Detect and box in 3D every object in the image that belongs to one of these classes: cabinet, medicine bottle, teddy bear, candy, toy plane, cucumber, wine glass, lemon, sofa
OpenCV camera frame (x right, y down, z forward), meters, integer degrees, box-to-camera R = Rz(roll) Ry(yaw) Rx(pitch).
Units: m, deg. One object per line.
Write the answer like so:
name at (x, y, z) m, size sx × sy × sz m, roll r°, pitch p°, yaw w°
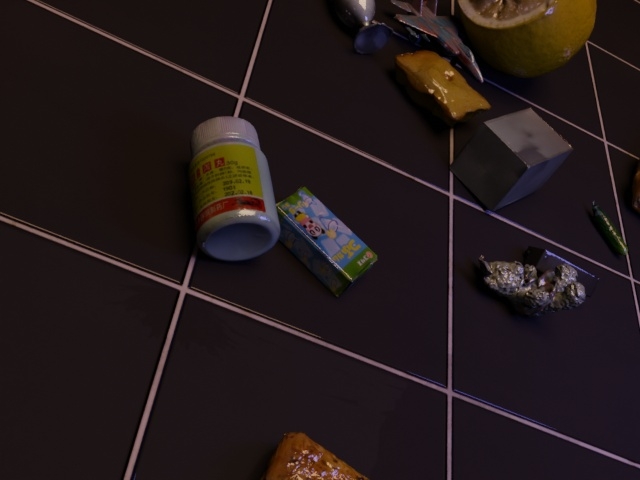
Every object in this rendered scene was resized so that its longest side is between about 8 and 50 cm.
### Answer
cabinet at (0.428, -0.184, 1.786) m, size 0.206 × 0.150 × 0.145 m, roll -22°, pitch 63°, yaw -42°
medicine bottle at (-0.151, -0.087, 1.344) m, size 0.139 × 0.139 × 0.225 m, roll 8°, pitch 52°, yaw -28°
teddy bear at (0.411, 0.097, 1.595) m, size 0.213 × 0.111 × 0.133 m, roll 10°, pitch 23°, yaw 6°
candy at (0.000, 0.000, 1.426) m, size 0.194 × 0.062 × 0.097 m, roll 44°, pitch 43°, yaw 7°
toy plane at (0.309, -0.502, 2.006) m, size 0.223 × 0.104 × 0.326 m, roll -11°, pitch 64°, yaw -37°
cucumber at (0.690, -0.027, 1.908) m, size 0.037 × 0.037 × 0.155 m, roll -7°, pitch 61°, yaw -36°
wine glass at (0.087, -0.558, 1.909) m, size 0.103 × 0.103 × 0.222 m, roll -3°, pitch 57°, yaw -34°
lemon at (0.548, -0.584, 2.072) m, size 0.364 × 0.364 × 0.364 m, roll 17°, pitch 48°, yaw -20°
sofa at (0.507, 0.071, 1.700) m, size 0.147 × 0.060 × 0.085 m, roll 26°, pitch 2°, yaw -13°

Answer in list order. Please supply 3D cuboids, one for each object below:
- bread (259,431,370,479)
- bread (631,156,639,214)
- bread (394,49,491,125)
bread at (0.016, 0.364, 1.125) m, size 0.211 × 0.083 × 0.114 m, roll 35°, pitch 40°, yaw -5°
bread at (0.910, -0.168, 2.077) m, size 0.132 × 0.167 × 0.294 m, roll 59°, pitch 41°, yaw -12°
bread at (0.278, -0.359, 1.884) m, size 0.161 × 0.088 × 0.233 m, roll -14°, pitch 61°, yaw -45°
